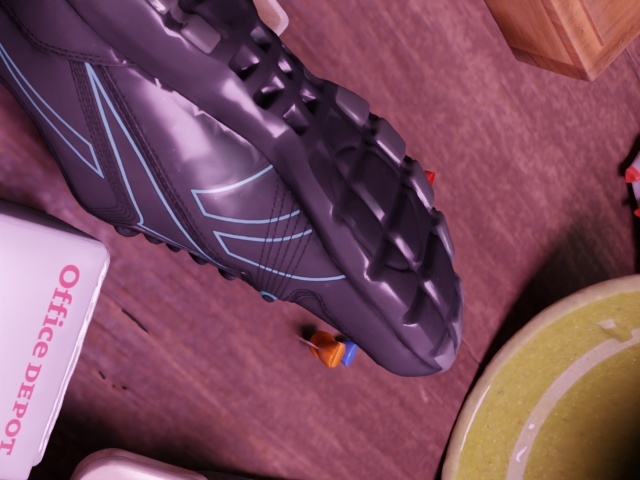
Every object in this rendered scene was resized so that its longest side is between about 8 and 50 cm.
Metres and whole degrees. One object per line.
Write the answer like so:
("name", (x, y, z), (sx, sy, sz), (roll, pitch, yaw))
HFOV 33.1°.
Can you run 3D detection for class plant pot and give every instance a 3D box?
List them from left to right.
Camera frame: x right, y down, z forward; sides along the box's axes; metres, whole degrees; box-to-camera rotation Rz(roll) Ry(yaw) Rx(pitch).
("plant pot", (0.261, 0.186, 0.690), (0.254, 0.276, 0.276), (23, 89, -44))

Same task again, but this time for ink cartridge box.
("ink cartridge box", (-0.176, 0.028, 0.430), (0.150, 0.063, 0.109), (19, 92, -40))

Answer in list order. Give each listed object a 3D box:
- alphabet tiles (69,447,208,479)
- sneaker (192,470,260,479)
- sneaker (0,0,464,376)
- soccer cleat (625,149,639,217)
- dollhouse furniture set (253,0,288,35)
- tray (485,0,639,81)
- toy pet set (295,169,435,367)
("alphabet tiles", (-0.105, 0.236, 0.517), (0.278, 0.021, 0.284), (23, 101, -22))
("sneaker", (-0.021, 0.207, 0.607), (0.222, 0.083, 0.118), (27, 98, -39))
("sneaker", (-0.038, -0.034, 0.469), (0.267, 0.106, 0.101), (49, 32, -20))
("soccer cleat", (0.263, 0.014, 0.765), (0.076, 0.068, 0.196), (-26, 116, -33))
("dollhouse furniture set", (-0.028, -0.141, 0.479), (0.091, 0.081, 0.114), (-50, 128, -14))
("tray", (0.230, -0.304, 0.600), (0.411, 0.076, 0.203), (-44, 126, -8))
("toy pet set", (0.000, 0.000, 0.575), (0.122, 0.065, 0.114), (-66, 165, 2))
